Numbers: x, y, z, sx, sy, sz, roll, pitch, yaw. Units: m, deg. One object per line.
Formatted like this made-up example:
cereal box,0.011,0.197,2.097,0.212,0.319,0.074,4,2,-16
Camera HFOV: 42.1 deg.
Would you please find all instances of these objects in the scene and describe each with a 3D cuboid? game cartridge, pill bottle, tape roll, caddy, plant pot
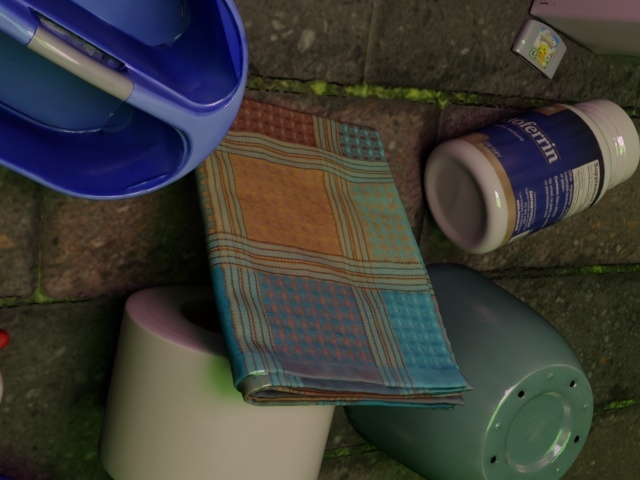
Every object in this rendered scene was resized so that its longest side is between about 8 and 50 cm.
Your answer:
game cartridge,0.300,-0.263,1.135,0.083,0.017,0.056,26,88,-34
pill bottle,0.282,-0.093,1.098,0.265,0.153,0.153,-21,116,-24
tape roll,-0.104,0.163,0.899,0.246,0.246,0.169,5,103,-32
caddy,-0.224,-0.179,0.721,0.341,0.179,0.241,27,105,-40
plant pot,0.210,0.202,1.103,0.293,0.235,0.293,-9,110,-27

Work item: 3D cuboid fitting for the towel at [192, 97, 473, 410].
towel,0.000,0.000,0.873,0.272,0.370,0.040,8,142,-33

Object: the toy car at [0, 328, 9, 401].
toy car,-0.365,0.088,0.797,0.136,0.159,0.182,-43,130,-54

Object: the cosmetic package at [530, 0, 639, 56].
cosmetic package,0.461,-0.332,0.987,0.156,0.385,0.217,16,95,-34

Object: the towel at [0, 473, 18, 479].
towel,-0.424,0.312,0.838,0.227,0.076,0.308,-47,124,5
